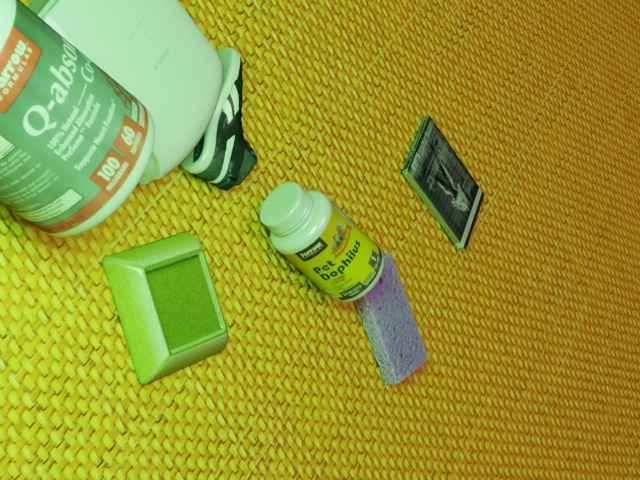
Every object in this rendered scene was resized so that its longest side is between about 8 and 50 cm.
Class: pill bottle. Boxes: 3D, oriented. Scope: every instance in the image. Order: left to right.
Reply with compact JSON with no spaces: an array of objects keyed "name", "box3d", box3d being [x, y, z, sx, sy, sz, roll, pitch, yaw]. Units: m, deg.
[{"name":"pill bottle","box3d":[-0.391,-0.178,1.542,0.363,0.210,0.210,40,50,-38]},{"name":"pill bottle","box3d":[0.000,0.000,2.060,0.215,0.117,0.117,42,48,-36]}]

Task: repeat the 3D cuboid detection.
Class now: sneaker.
[{"name":"sneaker","box3d":[-0.143,-0.179,1.979,0.121,0.079,0.217,35,61,-44]}]

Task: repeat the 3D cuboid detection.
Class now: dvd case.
[{"name":"dvd case","box3d":[0.241,-0.111,2.488,0.221,0.018,0.164,51,42,-28]}]

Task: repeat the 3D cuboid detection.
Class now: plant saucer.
[{"name":"plant saucer","box3d":[-0.206,0.090,1.826,0.188,0.045,0.188,-20,95,-52]}]

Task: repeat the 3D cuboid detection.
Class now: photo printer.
[{"name":"photo printer","box3d":[-0.271,-0.251,1.805,0.307,0.107,0.256,52,43,-27]}]

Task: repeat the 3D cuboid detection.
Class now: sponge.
[{"name":"sponge","box3d":[0.118,0.136,2.238,0.117,0.031,0.210,-31,104,-52]}]
